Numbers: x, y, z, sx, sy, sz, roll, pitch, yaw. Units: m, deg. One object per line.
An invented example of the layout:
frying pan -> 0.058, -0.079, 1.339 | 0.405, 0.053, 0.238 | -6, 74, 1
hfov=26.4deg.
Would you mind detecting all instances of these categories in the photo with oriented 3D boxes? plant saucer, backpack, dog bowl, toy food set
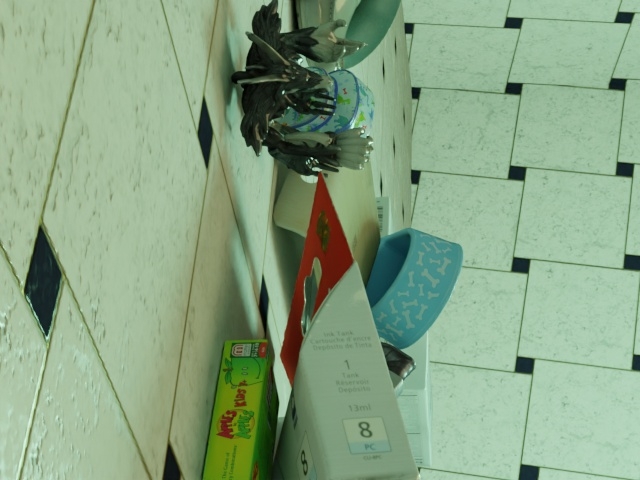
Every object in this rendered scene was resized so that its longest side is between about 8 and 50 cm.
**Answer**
plant saucer -> 0.042, -0.338, 1.939 | 0.037, 0.195, 0.195 | 22, 58, -36
backpack -> 0.000, -0.152, 1.602 | 0.084, 0.114, 0.105 | 43, 44, -52
dog bowl -> 0.090, 0.069, 1.906 | 0.166, 0.074, 0.297 | -64, -165, -19
toy food set -> 0.000, 0.000, 1.759 | 0.306, 0.092, 0.219 | 79, 24, -47

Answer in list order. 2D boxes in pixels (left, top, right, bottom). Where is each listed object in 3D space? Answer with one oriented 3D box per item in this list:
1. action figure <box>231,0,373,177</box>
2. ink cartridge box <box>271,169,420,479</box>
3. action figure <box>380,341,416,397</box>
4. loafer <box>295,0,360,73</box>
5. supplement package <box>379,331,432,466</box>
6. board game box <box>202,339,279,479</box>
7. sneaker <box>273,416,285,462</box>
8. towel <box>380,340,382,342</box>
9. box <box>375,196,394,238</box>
action figure -> -0.015, -0.150, 1.402 | 0.275, 0.141, 0.164 | 60, 30, -82
ink cartridge box -> -0.018, 0.168, 1.347 | 0.308, 0.091, 0.385 | 103, -22, -44
action figure -> 0.027, 0.265, 1.760 | 0.185, 0.099, 0.285 | 99, 15, -48
loafer -> 0.024, -0.366, 1.848 | 0.112, 0.112, 0.319 | 59, 30, -75
supplement package -> 0.126, 0.279, 2.403 | 0.244, 0.139, 0.133 | 82, 10, -48
board game box -> -0.071, 0.188, 1.247 | 0.181, 0.043, 0.092 | -85, 170, -47
sneaker -> 0.023, 0.347, 1.546 | 0.104, 0.147, 0.295 | -37, 127, -83
towel -> 0.054, 0.141, 2.147 | 0.113, 0.023, 0.152 | 49, 7, 6
box -> 0.062, -0.002, 2.105 | 0.087, 0.102, 0.101 | 78, 12, -47
